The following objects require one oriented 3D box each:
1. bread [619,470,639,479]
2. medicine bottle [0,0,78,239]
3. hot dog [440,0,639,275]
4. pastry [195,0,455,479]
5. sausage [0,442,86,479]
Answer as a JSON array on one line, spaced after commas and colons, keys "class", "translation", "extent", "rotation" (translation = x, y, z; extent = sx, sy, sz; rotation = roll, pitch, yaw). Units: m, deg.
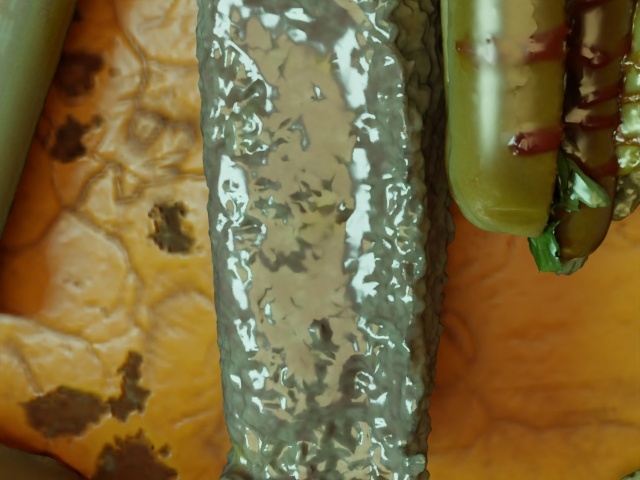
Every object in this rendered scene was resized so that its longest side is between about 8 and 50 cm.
[{"class": "bread", "translation": [0.210, 0.131, 0.633], "extent": [0.182, 0.039, 0.250], "rotation": [27, 112, 6]}, {"class": "medicine bottle", "translation": [-0.155, -0.058, 0.662], "extent": [0.074, 0.074, 0.218], "rotation": [24, 108, 7]}, {"class": "hot dog", "translation": [0.095, -0.107, 0.563], "extent": [0.076, 0.104, 0.250], "rotation": [14, 110, 53]}, {"class": "pastry", "translation": [0.005, 0.002, 0.618], "extent": [0.103, 0.112, 0.265], "rotation": [7, 96, 23]}, {"class": "sausage", "translation": [-0.197, 0.262, 0.681], "extent": [0.233, 0.233, 0.287], "rotation": [31, 110, 5]}]
